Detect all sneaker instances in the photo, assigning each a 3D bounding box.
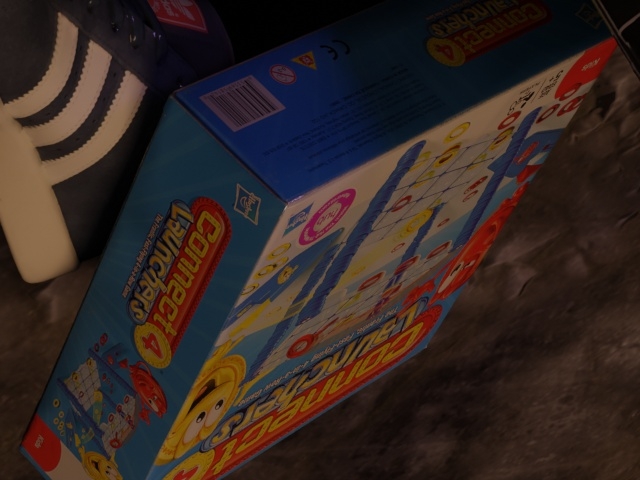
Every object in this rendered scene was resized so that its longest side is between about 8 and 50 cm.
[{"bbox_3d":[-0.125,-0.112,0.977,0.148,0.131,0.350,-22,154,-8],"label":"sneaker"}]

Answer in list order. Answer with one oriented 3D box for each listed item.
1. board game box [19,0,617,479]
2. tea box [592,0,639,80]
[{"bbox_3d":[0.000,0.000,1.127,0.308,0.086,0.302,-29,156,-42],"label":"board game box"},{"bbox_3d":[0.299,-0.184,0.952,0.329,0.323,0.220,-35,144,17],"label":"tea box"}]
